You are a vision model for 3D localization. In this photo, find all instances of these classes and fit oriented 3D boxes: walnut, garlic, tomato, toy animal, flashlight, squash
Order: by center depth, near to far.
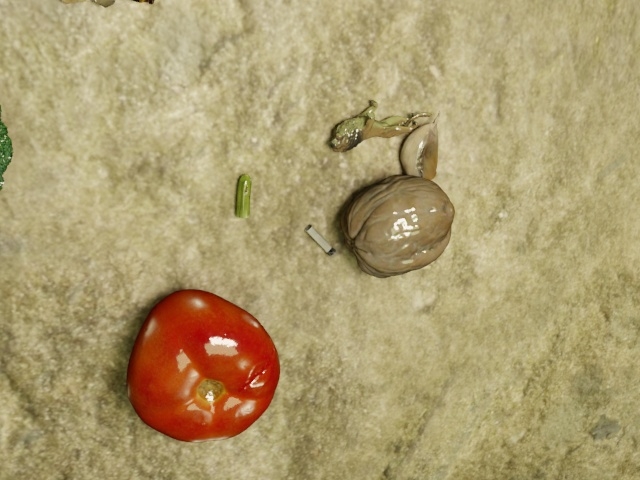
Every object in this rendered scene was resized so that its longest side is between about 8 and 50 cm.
[{"bbox_3d":[-0.226,0.228,1.160,0.298,0.226,0.299,-8,120,-14],"label":"tomato"},{"bbox_3d":[-0.146,-0.086,1.175,0.027,0.027,0.083,-2,111,-20],"label":"squash"},{"bbox_3d":[0.116,-0.231,1.196,0.219,0.069,0.086,-13,136,-10],"label":"toy animal"},{"bbox_3d":[0.155,-0.030,1.220,0.224,0.224,0.224,-8,113,-18],"label":"walnut"},{"bbox_3d":[0.201,-0.182,1.253,0.084,0.066,0.152,-30,126,-38],"label":"garlic"},{"bbox_3d":[0.000,0.000,1.270,0.018,0.018,0.083,-44,119,-1],"label":"flashlight"}]

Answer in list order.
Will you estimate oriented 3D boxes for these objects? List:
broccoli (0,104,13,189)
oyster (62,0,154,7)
[{"bbox_3d":[-0.591,-0.117,0.900,0.242,0.261,0.269,49,129,-7],"label":"broccoli"},{"bbox_3d":[-0.297,-0.512,0.903,0.201,0.107,0.355,13,106,-28],"label":"oyster"}]
